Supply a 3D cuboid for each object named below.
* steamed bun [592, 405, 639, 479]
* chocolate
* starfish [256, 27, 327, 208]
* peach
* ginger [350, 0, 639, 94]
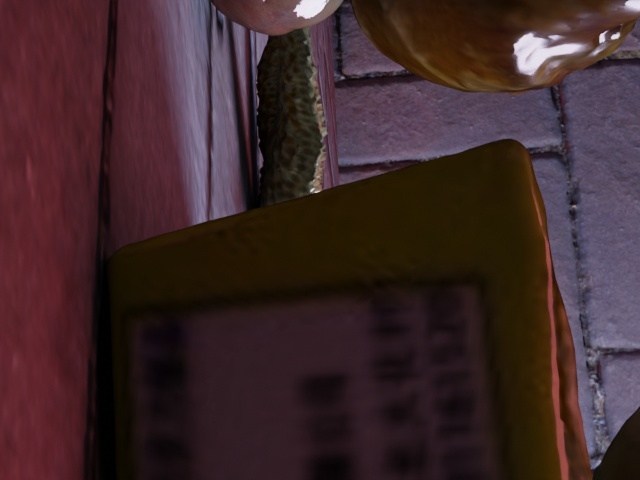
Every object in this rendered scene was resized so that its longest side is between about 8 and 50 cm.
[{"bbox_3d":[0.154,0.181,0.528,0.292,0.137,0.295,80,-1,-55],"label":"steamed bun"},{"bbox_3d":[0.016,0.146,0.475,0.289,0.137,0.301,77,8,-78],"label":"chocolate"},{"bbox_3d":[-0.003,-0.001,0.887,0.347,0.078,0.358,73,2,-63],"label":"starfish"},{"bbox_3d":[-0.023,-0.141,0.651,0.083,0.083,0.083,-4,90,-87],"label":"peach"},{"bbox_3d":[0.057,-0.215,0.728,0.357,0.152,0.274,51,-8,25],"label":"ginger"}]
